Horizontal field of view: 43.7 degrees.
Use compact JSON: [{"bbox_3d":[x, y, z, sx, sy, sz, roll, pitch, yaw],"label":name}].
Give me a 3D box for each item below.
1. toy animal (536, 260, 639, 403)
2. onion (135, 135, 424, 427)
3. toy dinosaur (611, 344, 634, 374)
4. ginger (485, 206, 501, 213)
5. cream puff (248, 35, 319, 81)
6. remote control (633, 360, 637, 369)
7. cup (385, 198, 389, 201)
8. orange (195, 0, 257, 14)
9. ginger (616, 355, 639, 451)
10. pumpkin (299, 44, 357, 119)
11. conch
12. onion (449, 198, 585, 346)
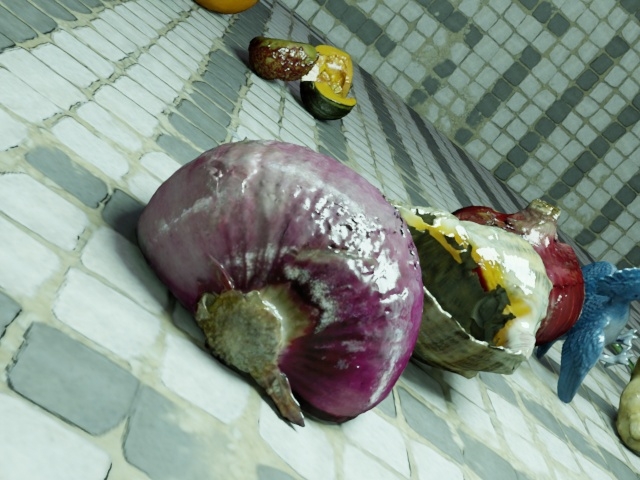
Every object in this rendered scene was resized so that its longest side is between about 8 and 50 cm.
[{"bbox_3d":[0.414,0.117,1.224,0.176,0.255,0.239,43,44,-22],"label":"toy animal"},{"bbox_3d":[0.000,0.000,0.746,0.267,0.159,0.349,43,17,-1],"label":"onion"},{"bbox_3d":[0.674,0.153,1.990,0.301,0.087,0.447,41,23,3],"label":"toy dinosaur"},{"bbox_3d":[0.306,0.024,1.432,0.190,0.126,0.354,41,12,-13],"label":"ginger"},{"bbox_3d":[-0.077,-0.365,1.619,0.149,0.085,0.149,8,17,-2],"label":"cream puff"},{"bbox_3d":[0.624,0.331,1.384,0.296,0.056,0.140,-92,164,-67],"label":"remote control"},{"bbox_3d":[0.042,-0.022,0.975,0.133,0.099,0.136,35,-2,-20],"label":"cup"},{"bbox_3d":[-0.219,-0.628,1.800,0.240,0.240,0.240,37,17,-13],"label":"orange"},{"bbox_3d":[0.523,0.299,1.292,0.115,0.122,0.193,30,-27,36],"label":"ginger"},{"bbox_3d":[0.011,-0.318,1.692,0.119,0.108,0.184,24,42,-21],"label":"pumpkin"},{"bbox_3d":[0.143,0.064,0.912,0.291,0.159,0.210,25,48,-22],"label":"conch"},{"bbox_3d":[0.275,0.038,1.155,0.252,0.219,0.252,27,20,-11],"label":"onion"}]
